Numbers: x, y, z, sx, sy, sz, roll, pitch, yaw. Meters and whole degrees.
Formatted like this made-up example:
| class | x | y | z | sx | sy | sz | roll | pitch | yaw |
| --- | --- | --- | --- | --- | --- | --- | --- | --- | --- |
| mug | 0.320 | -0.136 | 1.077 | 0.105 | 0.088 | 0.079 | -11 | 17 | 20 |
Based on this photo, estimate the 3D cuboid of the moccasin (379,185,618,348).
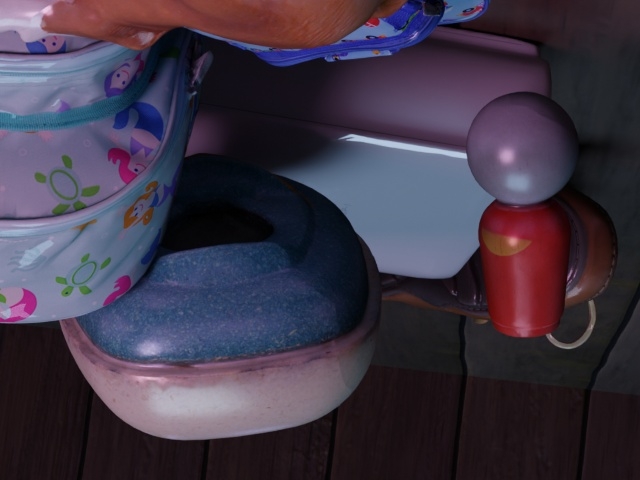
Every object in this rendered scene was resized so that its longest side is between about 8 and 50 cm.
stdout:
| class | x | y | z | sx | sy | sz | roll | pitch | yaw |
| --- | --- | --- | --- | --- | --- | --- | --- | --- | --- |
| moccasin | 0.164 | 0.019 | 1.527 | 0.147 | 0.139 | 0.380 | 10 | 169 | -17 |

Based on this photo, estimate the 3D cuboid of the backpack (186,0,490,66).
| class | x | y | z | sx | sy | sz | roll | pitch | yaw |
| --- | --- | --- | --- | --- | --- | --- | --- | --- | --- |
| backpack | 0.013 | -0.147 | 0.862 | 0.158 | 0.117 | 0.173 | -1 | 169 | 39 |

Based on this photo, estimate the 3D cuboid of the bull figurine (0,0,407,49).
| class | x | y | z | sx | sy | sz | roll | pitch | yaw |
| --- | --- | --- | --- | --- | --- | --- | --- | --- | --- |
| bull figurine | -0.075 | -0.176 | 0.544 | 0.188 | 0.101 | 0.310 | 3 | 140 | 29 |

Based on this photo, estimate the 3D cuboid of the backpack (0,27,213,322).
| class | x | y | z | sx | sy | sz | roll | pitch | yaw |
| --- | --- | --- | --- | --- | --- | --- | --- | --- | --- |
| backpack | -0.171 | -0.089 | 0.924 | 0.225 | 0.254 | 0.191 | 9 | 149 | -3 |

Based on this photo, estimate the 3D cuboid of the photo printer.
| class | x | y | z | sx | sy | sz | roll | pitch | yaw |
| --- | --- | --- | --- | --- | --- | --- | --- | --- | --- |
| photo printer | -0.022 | -0.071 | 1.214 | 0.307 | 0.107 | 0.256 | 9 | 158 | -8 |

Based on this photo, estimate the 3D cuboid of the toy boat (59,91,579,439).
| class | x | y | z | sx | sy | sz | roll | pitch | yaw |
| --- | --- | --- | --- | --- | --- | --- | --- | --- | --- |
| toy boat | 0.000 | 0.000 | 1.038 | 0.318 | 0.148 | 0.267 | -8 | -158 | -11 |
